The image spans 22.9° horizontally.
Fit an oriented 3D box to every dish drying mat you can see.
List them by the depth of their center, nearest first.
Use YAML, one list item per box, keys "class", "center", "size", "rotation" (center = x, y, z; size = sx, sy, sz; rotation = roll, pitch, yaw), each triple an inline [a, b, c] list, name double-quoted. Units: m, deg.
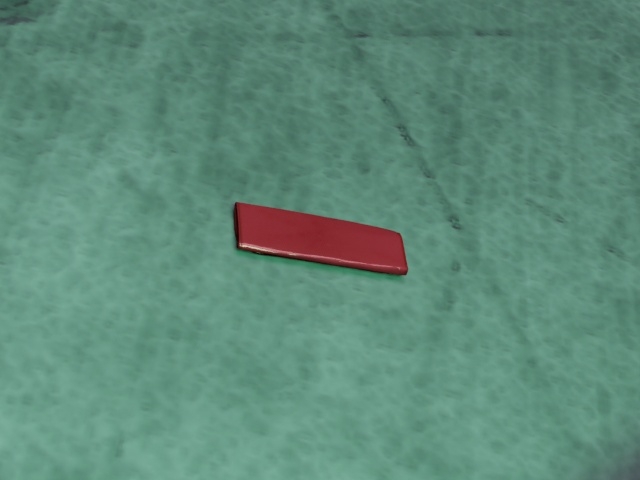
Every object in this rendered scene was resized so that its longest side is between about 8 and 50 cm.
- class: "dish drying mat"
  center: [0.000, 0.000, 0.751]
  size: [0.083, 0.008, 0.032]
  rotation: [9, 42, -14]
